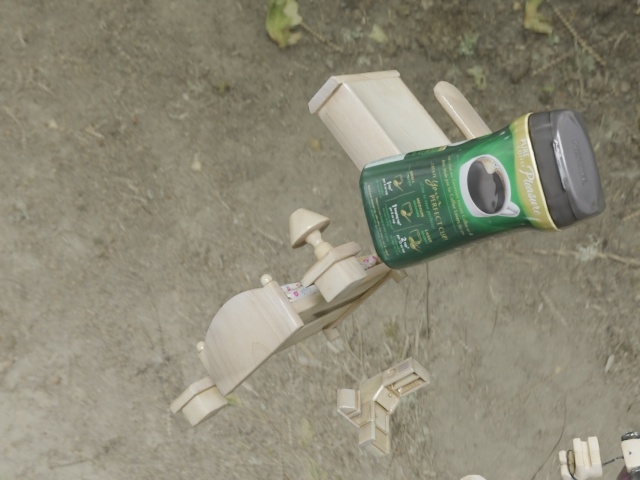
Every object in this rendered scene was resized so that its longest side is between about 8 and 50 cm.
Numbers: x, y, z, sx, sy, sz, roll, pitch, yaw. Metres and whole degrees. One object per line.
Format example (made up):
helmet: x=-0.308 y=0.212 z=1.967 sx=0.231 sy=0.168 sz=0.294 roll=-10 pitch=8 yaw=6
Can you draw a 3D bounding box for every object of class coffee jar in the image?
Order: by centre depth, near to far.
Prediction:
coffee jar: x=0.130 y=-0.041 z=0.741 sx=0.184 sy=0.079 sz=0.096 roll=-14 pitch=89 yaw=28

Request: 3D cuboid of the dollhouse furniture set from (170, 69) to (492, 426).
dollhouse furniture set: x=0.000 y=0.000 z=0.990 sx=0.355 sy=0.303 sz=0.174 roll=-44 pitch=75 yaw=35

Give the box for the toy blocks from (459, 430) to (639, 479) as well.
toy blocks: x=0.299 y=0.428 z=1.039 sx=0.288 sy=0.260 sz=0.309 roll=-10 pitch=32 yaw=13

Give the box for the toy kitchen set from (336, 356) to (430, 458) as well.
toy kitchen set: x=0.067 y=0.168 z=0.971 sx=0.075 sy=0.068 sz=0.083 roll=-33 pitch=31 yaw=27
